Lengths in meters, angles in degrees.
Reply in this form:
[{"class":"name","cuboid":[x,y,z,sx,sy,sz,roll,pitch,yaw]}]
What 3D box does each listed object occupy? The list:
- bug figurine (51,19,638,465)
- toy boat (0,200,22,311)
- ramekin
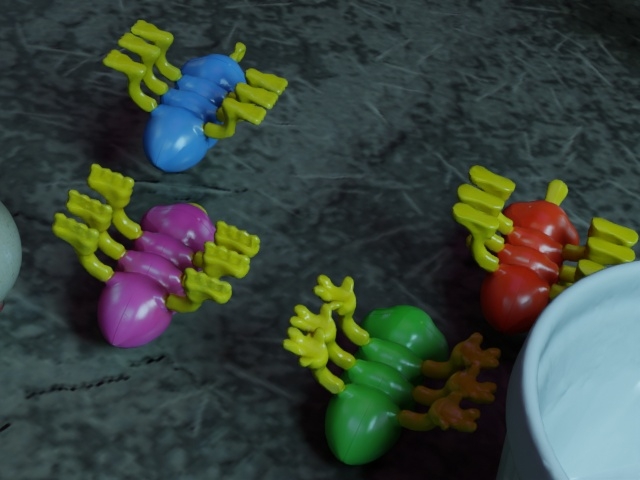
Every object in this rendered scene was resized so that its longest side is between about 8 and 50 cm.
[{"class":"bug figurine","cuboid":[0.000,0.000,0.628,0.279,0.072,0.216,26,45,9]},{"class":"toy boat","cuboid":[-0.242,-0.003,0.509,0.151,0.151,0.231,39,2,31]},{"class":"ramekin","cuboid":[0.162,0.111,0.498,0.207,0.109,0.207,9,36,-6]}]
